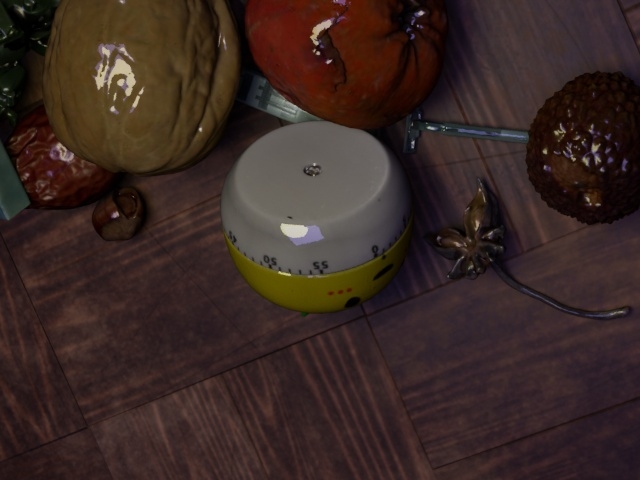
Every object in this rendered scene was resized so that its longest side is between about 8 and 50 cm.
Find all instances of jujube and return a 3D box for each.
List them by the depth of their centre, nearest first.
[{"bbox_3d":[-0.394,-0.120,1.690,0.236,0.168,0.168,-23,92,29],"label":"jujube"}]

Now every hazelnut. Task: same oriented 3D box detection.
[{"bbox_3d":[-0.305,-0.040,1.717,0.086,0.086,0.086,2,99,15],"label":"hazelnut"}]

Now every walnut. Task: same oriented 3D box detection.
[{"bbox_3d":[-0.237,-0.242,1.530,0.252,0.277,0.313,5,88,42],"label":"walnut"}]

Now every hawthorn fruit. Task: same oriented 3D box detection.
[{"bbox_3d":[0.009,-0.293,1.506,0.307,0.276,0.276,20,105,37],"label":"hawthorn fruit"}]

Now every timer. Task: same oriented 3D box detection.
[{"bbox_3d":[0.000,0.000,1.568,0.285,0.285,0.285,2,99,15],"label":"timer"}]

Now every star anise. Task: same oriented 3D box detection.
[{"bbox_3d":[0.288,0.032,1.595,0.227,0.218,0.148,35,73,-32],"label":"star anise"}]

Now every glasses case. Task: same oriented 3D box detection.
[{"bbox_3d":[-0.495,-0.159,1.594,0.105,0.056,0.266,6,123,51],"label":"glasses case"}]

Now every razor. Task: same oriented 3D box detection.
[{"bbox_3d":[0.221,-0.150,1.574,0.211,0.036,0.084,8,103,14],"label":"razor"}]

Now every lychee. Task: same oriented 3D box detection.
[{"bbox_3d":[0.355,-0.126,1.474,0.188,0.188,0.188,2,99,15],"label":"lychee"}]

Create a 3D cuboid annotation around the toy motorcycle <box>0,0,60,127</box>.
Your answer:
[{"bbox_3d":[-0.425,-0.286,1.623,0.275,0.205,0.127,-38,82,-22],"label":"toy motorcycle"}]

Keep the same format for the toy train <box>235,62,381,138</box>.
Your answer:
[{"bbox_3d":[-0.025,-0.191,1.627,0.234,0.051,0.052,23,108,11],"label":"toy train"}]
